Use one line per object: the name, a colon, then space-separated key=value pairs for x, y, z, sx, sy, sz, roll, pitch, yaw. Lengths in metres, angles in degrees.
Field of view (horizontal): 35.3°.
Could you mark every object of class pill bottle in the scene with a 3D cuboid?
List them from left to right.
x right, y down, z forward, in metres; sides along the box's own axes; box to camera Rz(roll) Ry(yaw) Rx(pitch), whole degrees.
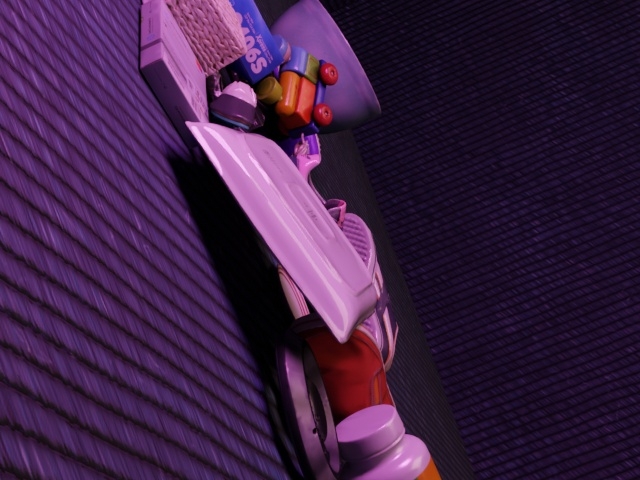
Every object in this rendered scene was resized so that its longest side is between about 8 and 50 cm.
pill bottle: x=0.111 y=0.368 z=1.458 sx=0.136 sy=0.136 sz=0.245 roll=-75 pitch=141 yaw=-76

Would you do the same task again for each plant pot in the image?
plant pot: x=-0.032 y=-0.335 z=2.094 sx=0.293 sy=0.196 sz=0.293 roll=58 pitch=0 yaw=1

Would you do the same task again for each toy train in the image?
toy train: x=-0.060 y=-0.237 z=1.806 sx=0.143 sy=0.105 sz=0.248 roll=33 pitch=57 yaw=-43

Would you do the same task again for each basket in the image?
basket: x=-0.193 y=-0.346 z=1.541 sx=0.167 sy=0.103 sz=0.113 roll=56 pitch=13 yaw=-49

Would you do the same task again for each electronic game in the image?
electronic game: x=-0.019 y=0.227 z=1.325 sx=0.229 sy=0.048 sz=0.229 roll=-15 pitch=90 yaw=-84

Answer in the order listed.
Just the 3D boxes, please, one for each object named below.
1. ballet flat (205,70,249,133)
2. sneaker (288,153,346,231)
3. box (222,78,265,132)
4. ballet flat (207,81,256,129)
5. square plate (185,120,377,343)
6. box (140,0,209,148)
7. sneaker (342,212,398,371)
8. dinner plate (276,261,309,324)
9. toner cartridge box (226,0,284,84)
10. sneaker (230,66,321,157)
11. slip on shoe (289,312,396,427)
ballet flat: x=-0.152 y=-0.221 z=1.650 sx=0.057 sy=0.049 sz=0.173 roll=4 pitch=63 yaw=-81
sneaker: x=0.000 y=0.000 z=1.738 sx=0.112 sy=0.131 sz=0.319 roll=-91 pitch=157 yaw=-68
box: x=-0.138 y=-0.233 z=1.757 sx=0.062 sy=0.052 sz=0.083 roll=-84 pitch=151 yaw=-72
ballet flat: x=-0.132 y=-0.204 z=1.508 sx=0.074 sy=0.074 sz=0.203 roll=66 pitch=-9 yaw=-9
square plate: x=-0.031 y=-0.027 z=1.413 sx=0.344 sy=0.049 sz=0.347 roll=55 pitch=9 yaw=3
box: x=-0.205 y=-0.238 z=1.417 sx=0.186 sy=0.038 sz=0.145 roll=-101 pitch=166 yaw=-49
sneaker: x=0.068 y=0.109 z=1.913 sx=0.127 sy=0.126 sz=0.321 roll=48 pitch=31 yaw=-53
dinner plate: x=-0.044 y=0.099 z=1.602 sx=0.141 sy=0.017 sz=0.141 roll=-22 pitch=90 yaw=-81
toner cartridge box: x=-0.194 y=-0.434 z=1.670 sx=0.165 sy=0.075 sz=0.348 roll=39 pitch=-16 yaw=48
sneaker: x=-0.102 y=-0.255 z=1.924 sx=0.293 sy=0.102 sz=0.146 roll=63 pitch=16 yaw=-4
slip on shoe: x=0.044 y=0.223 z=1.521 sx=0.101 sy=0.123 sz=0.331 roll=-97 pitch=168 yaw=-47
